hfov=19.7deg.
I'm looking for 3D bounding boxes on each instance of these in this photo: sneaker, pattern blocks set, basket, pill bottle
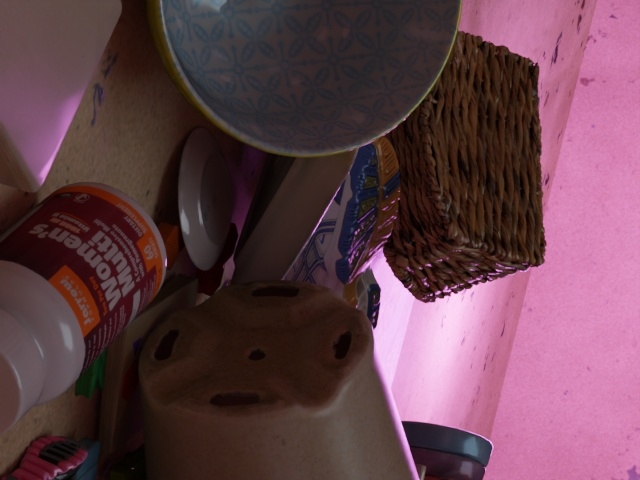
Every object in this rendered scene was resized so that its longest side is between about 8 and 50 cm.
[{"bbox_3d":[-0.248,0.216,1.613,0.119,0.047,0.057,-40,151,-51],"label":"sneaker"},{"bbox_3d":[-0.169,0.117,1.796,0.325,0.026,0.285,-20,124,-71],"label":"pattern blocks set"},{"bbox_3d":[0.000,0.000,2.001,0.112,0.131,0.296,-35,145,-46],"label":"sneaker"},{"bbox_3d":[0.135,-0.093,2.333,0.213,0.223,0.299,15,67,-37],"label":"basket"},{"bbox_3d":[-0.217,0.052,1.415,0.221,0.121,0.121,-51,151,-54],"label":"pill bottle"}]

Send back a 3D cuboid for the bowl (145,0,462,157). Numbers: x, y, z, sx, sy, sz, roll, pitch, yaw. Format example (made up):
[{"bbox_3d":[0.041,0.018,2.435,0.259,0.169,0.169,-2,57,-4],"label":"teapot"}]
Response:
[{"bbox_3d":[-0.036,-0.221,1.636,0.156,0.289,0.289,16,-90,64],"label":"bowl"}]

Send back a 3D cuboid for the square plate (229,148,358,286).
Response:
[{"bbox_3d":[-0.002,-0.120,1.865,0.344,0.049,0.347,123,-13,-54],"label":"square plate"}]

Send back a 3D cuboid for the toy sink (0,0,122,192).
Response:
[{"bbox_3d":[-0.232,-0.157,1.159,0.234,0.131,0.152,76,33,-68],"label":"toy sink"}]

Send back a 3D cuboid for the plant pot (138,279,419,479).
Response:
[{"bbox_3d":[-0.040,0.220,1.776,0.334,0.334,0.305,-55,145,-49],"label":"plant pot"}]

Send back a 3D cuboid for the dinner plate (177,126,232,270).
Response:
[{"bbox_3d":[-0.109,-0.041,1.805,0.141,0.017,0.141,-1,90,-72],"label":"dinner plate"}]

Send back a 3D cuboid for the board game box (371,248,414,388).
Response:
[{"bbox_3d":[0.050,0.100,2.432,0.319,0.066,0.318,-3,108,-73],"label":"board game box"}]

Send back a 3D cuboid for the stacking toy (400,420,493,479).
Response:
[{"bbox_3d":[0.041,0.223,2.133,0.279,0.309,0.130,50,49,-67],"label":"stacking toy"}]

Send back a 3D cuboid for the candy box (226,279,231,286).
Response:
[{"bbox_3d":[-0.103,0.150,2.004,0.109,0.053,0.186,73,38,-64],"label":"candy box"}]
